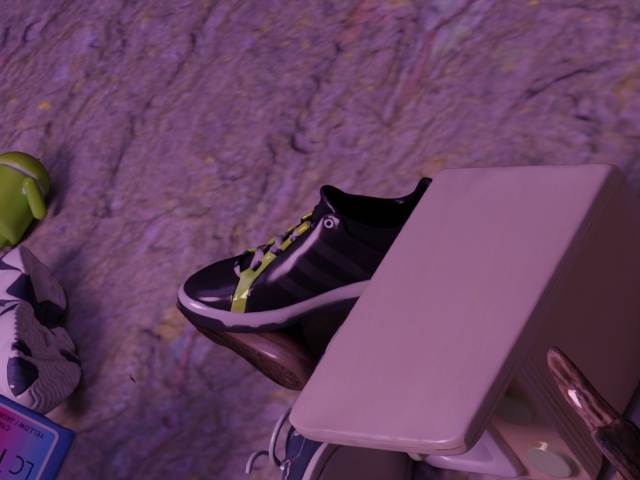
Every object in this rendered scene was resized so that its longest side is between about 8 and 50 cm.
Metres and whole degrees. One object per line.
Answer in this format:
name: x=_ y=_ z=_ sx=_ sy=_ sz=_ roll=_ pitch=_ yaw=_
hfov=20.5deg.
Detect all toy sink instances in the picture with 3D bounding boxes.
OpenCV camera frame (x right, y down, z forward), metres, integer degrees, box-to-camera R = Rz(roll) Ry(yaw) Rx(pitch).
toy sink: x=0.116 y=0.076 z=1.176 sx=0.152 sy=0.131 sz=0.234 roll=-1 pitch=47 yaw=44

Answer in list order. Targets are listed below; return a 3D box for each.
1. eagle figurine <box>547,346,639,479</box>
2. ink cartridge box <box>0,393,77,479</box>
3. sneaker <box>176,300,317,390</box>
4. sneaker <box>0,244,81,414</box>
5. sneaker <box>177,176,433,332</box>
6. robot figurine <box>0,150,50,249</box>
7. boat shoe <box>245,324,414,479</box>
eagle figurine: x=0.110 y=0.245 z=0.960 sx=0.298 sy=0.225 sz=0.226 roll=-39 pitch=43 yaw=-14
ink cartridge box: x=-0.338 y=0.310 z=1.257 sx=0.270 sy=0.151 sz=0.395 roll=-52 pitch=15 yaw=58
sneaker: x=-0.050 y=0.058 z=1.416 sx=0.071 sy=0.066 sz=0.188 roll=-49 pitch=35 yaw=-11
sneaker: x=-0.304 y=0.112 z=1.585 sx=0.153 sy=0.094 sz=0.235 roll=-37 pitch=34 yaw=10
sneaker: x=0.000 y=0.000 z=1.349 sx=0.234 sy=0.097 sz=0.084 roll=-11 pitch=28 yaw=7
robot figurine: x=-0.317 y=-0.041 z=1.786 sx=0.101 sy=0.067 sz=0.115 roll=-8 pitch=46 yaw=51
boat shoe: x=0.012 y=0.144 z=1.235 sx=0.079 sy=0.095 sz=0.254 roll=-13 pitch=41 yaw=36
